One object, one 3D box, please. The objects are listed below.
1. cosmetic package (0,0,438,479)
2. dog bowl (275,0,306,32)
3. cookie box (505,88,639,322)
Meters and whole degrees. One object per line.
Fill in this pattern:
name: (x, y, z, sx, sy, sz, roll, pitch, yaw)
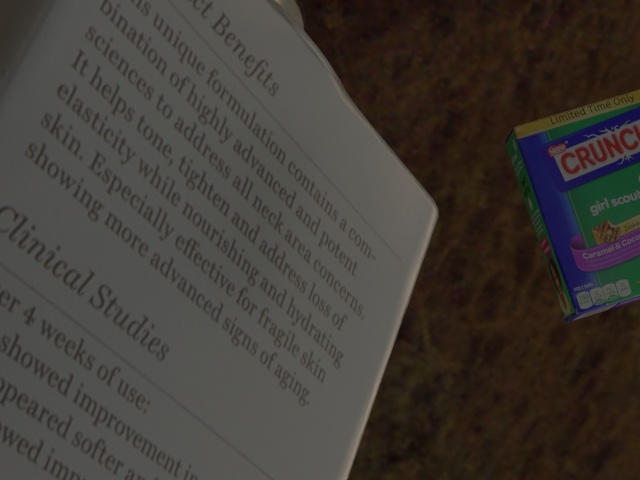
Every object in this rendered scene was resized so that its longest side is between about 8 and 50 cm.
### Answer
cosmetic package: (-0.191, 0.056, 0.771, 0.329, 0.327, 0.394, 47, 54, -41)
dog bowl: (-0.209, -0.122, 1.258, 0.408, 0.408, 0.150, 26, 52, -53)
cookie box: (0.160, -0.021, 0.762, 0.092, 0.107, 0.040, -17, 170, -5)
